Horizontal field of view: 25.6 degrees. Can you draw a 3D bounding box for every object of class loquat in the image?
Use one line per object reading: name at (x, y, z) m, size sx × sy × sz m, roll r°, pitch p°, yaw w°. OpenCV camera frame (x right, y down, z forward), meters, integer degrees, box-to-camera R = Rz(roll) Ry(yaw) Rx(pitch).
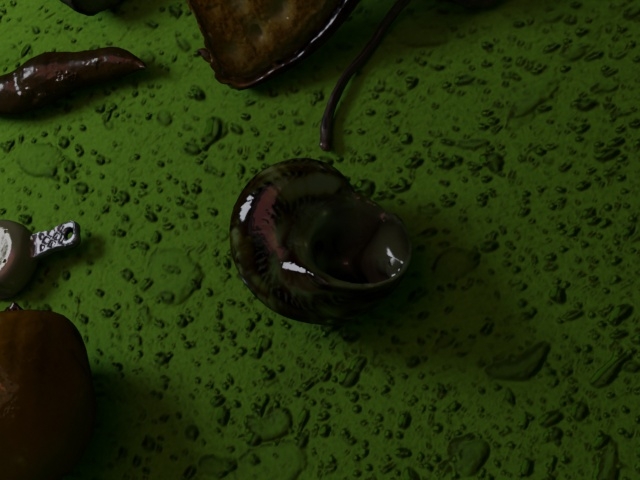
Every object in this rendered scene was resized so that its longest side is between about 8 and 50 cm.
loquat at (-0.324, 0.170, 1.486) m, size 0.187 × 0.176 × 0.234 m, roll -15°, pitch 51°, yaw 19°

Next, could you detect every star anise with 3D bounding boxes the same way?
star anise at (0.095, -0.221, 1.553) m, size 0.148 × 0.218 × 0.227 m, roll 33°, pitch 128°, yaw 5°

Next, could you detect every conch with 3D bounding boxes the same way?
conch at (0.000, 0.001, 1.440) m, size 0.187 × 0.124 × 0.182 m, roll 4°, pitch 58°, yaw 3°

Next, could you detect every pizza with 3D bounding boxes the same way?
pizza at (-0.094, -0.289, 1.558) m, size 0.287 × 0.251 × 0.074 m, roll 23°, pitch 34°, yaw 3°

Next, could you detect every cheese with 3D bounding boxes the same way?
cheese at (-0.357, 0.020, 1.647) m, size 0.171 × 0.047 × 0.092 m, roll 1°, pitch 69°, yaw 26°

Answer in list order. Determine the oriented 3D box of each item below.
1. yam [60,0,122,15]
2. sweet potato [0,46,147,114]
yam at (-0.329, -0.364, 1.774) m, size 0.194 × 0.107 × 0.107 m, roll 34°, pitch 85°, yaw 34°
sweet potato at (-0.330, -0.198, 1.725) m, size 0.273 × 0.067 × 0.067 m, roll -11°, pitch 63°, yaw 21°
